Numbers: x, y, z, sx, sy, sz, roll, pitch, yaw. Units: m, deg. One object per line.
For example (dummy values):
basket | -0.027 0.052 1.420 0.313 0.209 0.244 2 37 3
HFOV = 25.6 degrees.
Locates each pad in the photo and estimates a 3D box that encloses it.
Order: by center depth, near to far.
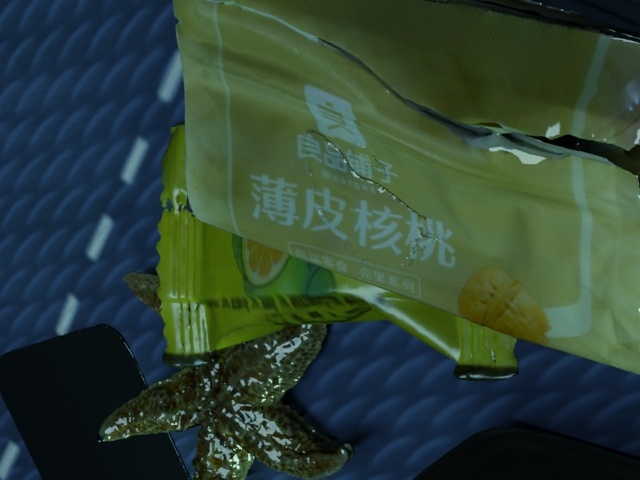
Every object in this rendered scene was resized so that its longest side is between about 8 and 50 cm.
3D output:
pad | -0.180 0.206 1.219 0.181 0.004 0.267 -18 98 39

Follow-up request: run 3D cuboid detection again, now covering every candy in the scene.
candy | 0.000 0.000 0.946 0.297 0.081 0.187 -4 84 35

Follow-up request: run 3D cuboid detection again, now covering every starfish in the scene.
starfish | -0.078 0.120 1.073 0.236 0.062 0.277 35 117 20

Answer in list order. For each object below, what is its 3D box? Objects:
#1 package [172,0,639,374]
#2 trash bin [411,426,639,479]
package | 0.061 -0.075 0.783 0.311 0.165 0.221 21 92 29
trash bin | 0.135 0.273 0.900 0.220 0.219 0.250 14 110 29
